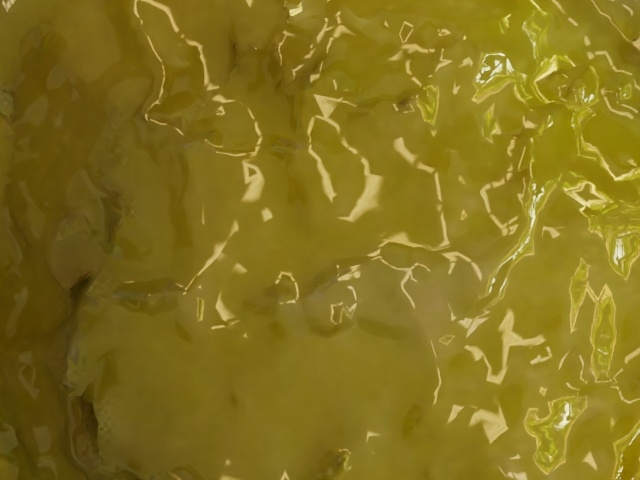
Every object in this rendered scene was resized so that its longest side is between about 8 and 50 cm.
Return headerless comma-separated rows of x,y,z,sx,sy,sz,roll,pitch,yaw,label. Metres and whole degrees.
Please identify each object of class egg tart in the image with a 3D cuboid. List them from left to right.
0.004,0.032,0.379,0.345,0.132,0.345,2,-103,-11,egg tart
